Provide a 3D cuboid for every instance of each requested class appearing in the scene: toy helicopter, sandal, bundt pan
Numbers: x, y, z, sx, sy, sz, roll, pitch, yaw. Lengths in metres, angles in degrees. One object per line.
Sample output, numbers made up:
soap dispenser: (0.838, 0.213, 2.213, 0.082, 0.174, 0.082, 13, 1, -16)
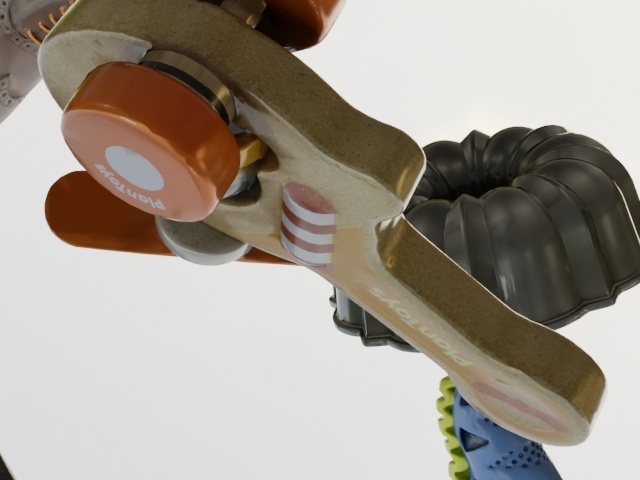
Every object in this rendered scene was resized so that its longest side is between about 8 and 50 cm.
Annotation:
toy helicopter: (0.000, 0.000, 0.962, 0.235, 0.355, 0.140, -23, -148, 59)
sandal: (0.199, 0.232, 1.909, 0.138, 0.317, 0.126, 18, -149, 39)
bundt pan: (0.154, -0.018, 1.779, 0.330, 0.124, 0.331, -14, -160, 5)

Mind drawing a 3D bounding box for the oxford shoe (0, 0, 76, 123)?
oxford shoe: (-0.246, -0.221, 1.656, 0.130, 0.364, 0.133, 16, -153, -43)

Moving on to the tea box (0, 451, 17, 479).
tea box: (-0.446, 0.301, 1.655, 0.329, 0.220, 0.323, -3, -136, -42)
